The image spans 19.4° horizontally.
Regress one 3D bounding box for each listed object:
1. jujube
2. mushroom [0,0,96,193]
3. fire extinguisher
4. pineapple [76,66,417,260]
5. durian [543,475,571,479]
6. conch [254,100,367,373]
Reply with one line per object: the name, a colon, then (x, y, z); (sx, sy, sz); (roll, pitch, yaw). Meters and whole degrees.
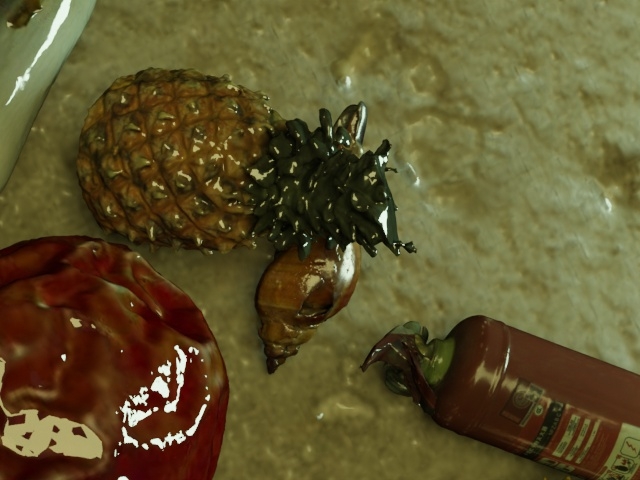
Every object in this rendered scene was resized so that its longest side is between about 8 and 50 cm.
jujube: (-0.233, 0.146, 1.378); (0.377, 0.276, 0.276); (-20, 88, -42)
mushroom: (-0.267, -0.207, 1.516); (0.177, 0.126, 0.397); (26, 69, 3)
fire extinguisher: (0.185, 0.143, 1.584); (0.337, 0.147, 0.106); (20, 106, -11)
pineapple: (-0.050, -0.051, 1.488); (0.279, 0.158, 0.157); (11, 77, 27)
durian: (0.197, 0.280, 1.570); (0.165, 0.132, 0.182); (48, 114, 8)
conch: (0.002, 0.003, 1.585); (0.080, 0.086, 0.232); (28, 77, -28)
